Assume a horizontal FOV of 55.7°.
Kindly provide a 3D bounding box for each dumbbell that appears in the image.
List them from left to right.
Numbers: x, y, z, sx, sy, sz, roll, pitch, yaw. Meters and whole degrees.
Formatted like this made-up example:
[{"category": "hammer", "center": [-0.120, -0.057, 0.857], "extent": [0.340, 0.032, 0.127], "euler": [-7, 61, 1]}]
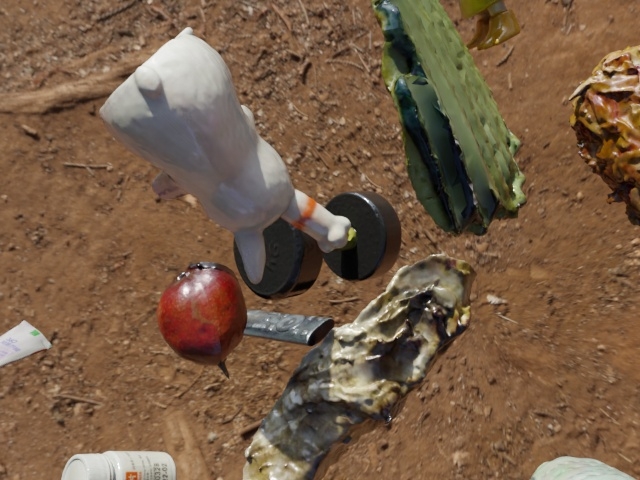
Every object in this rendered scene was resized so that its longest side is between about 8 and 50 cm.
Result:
[{"category": "dumbbell", "center": [0.000, 0.000, 1.258], "extent": [0.203, 0.322, 0.204], "euler": [7, 101, 44]}]

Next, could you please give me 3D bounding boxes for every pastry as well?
[{"category": "pastry", "center": [0.198, -0.036, 0.328], "extent": [0.063, 0.087, 0.169], "euler": [-18, 56, -21]}]

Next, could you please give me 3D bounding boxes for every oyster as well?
[{"category": "oyster", "center": [0.053, 0.189, 0.727], "extent": [0.396, 0.204, 0.111], "euler": [-47, 60, 2]}]

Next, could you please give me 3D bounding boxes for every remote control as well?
[{"category": "remote control", "center": [-0.128, 0.227, 1.616], "extent": [0.377, 0.107, 0.044], "euler": [-1, 120, 46]}]

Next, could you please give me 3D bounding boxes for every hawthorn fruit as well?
[{"category": "hawthorn fruit", "center": [-0.240, 0.174, 1.281], "extent": [0.189, 0.189, 0.251], "euler": [-20, 84, 12]}]

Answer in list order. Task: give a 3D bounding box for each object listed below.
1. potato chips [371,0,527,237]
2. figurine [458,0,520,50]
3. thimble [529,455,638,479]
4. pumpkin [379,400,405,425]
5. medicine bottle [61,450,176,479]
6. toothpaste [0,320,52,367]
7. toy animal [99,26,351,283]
[{"category": "potato chips", "center": [0.175, -0.210, 0.849], "extent": [0.070, 0.358, 0.429], "euler": [-21, 105, 34]}, {"category": "figurine", "center": [0.231, -0.485, 0.969], "extent": [0.187, 0.215, 0.344], "euler": [-24, 108, -11]}, {"category": "thimble", "center": [0.354, 0.386, 0.753], "extent": [0.211, 0.149, 0.185], "euler": [40, 83, 0]}, {"category": "pumpkin", "center": [0.112, 0.310, 1.371], "extent": [0.162, 0.220, 0.220], "euler": [-1, 82, 36]}, {"category": "medicine bottle", "center": [-0.494, 0.592, 1.495], "extent": [0.144, 0.252, 0.144], "euler": [-19, 60, 37]}, {"category": "toothpaste", "center": [-0.588, 0.224, 0.998], "extent": [0.075, 0.301, 0.048], "euler": [9, 116, 27]}, {"category": "toy animal", "center": [-0.099, -0.074, 0.630], "extent": [0.140, 0.282, 0.138], "euler": [-44, 35, -7]}]
